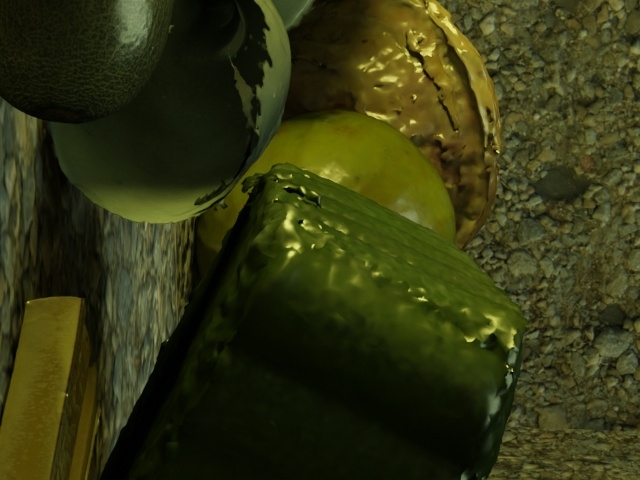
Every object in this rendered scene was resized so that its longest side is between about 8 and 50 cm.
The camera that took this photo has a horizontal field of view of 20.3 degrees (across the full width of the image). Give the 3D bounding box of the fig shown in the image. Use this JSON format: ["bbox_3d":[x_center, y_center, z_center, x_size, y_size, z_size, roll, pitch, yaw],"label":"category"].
[{"bbox_3d":[0.000,0.000,1.648,0.271,0.239,0.239,-44,136,-72],"label":"fig"}]

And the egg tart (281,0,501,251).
[{"bbox_3d":[0.023,-0.110,1.849,0.150,0.352,0.352,-21,119,-47],"label":"egg tart"}]

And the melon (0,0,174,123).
[{"bbox_3d":[-0.117,-0.119,0.834,0.098,0.098,0.130,77,10,-76],"label":"melon"}]

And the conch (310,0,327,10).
[{"bbox_3d":[-0.013,-0.363,1.666,0.249,0.197,0.368,-52,-166,14],"label":"conch"}]

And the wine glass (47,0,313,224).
[{"bbox_3d":[-0.079,-0.128,1.122,0.321,0.143,0.143,-82,173,-61],"label":"wine glass"}]

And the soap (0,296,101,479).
[{"bbox_3d":[-0.149,0.154,0.929,0.092,0.037,0.252,89,4,-53],"label":"soap"}]

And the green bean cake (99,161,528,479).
[{"bbox_3d":[-0.007,0.135,1.081,0.319,0.218,0.335,-64,-172,11],"label":"green bean cake"}]
